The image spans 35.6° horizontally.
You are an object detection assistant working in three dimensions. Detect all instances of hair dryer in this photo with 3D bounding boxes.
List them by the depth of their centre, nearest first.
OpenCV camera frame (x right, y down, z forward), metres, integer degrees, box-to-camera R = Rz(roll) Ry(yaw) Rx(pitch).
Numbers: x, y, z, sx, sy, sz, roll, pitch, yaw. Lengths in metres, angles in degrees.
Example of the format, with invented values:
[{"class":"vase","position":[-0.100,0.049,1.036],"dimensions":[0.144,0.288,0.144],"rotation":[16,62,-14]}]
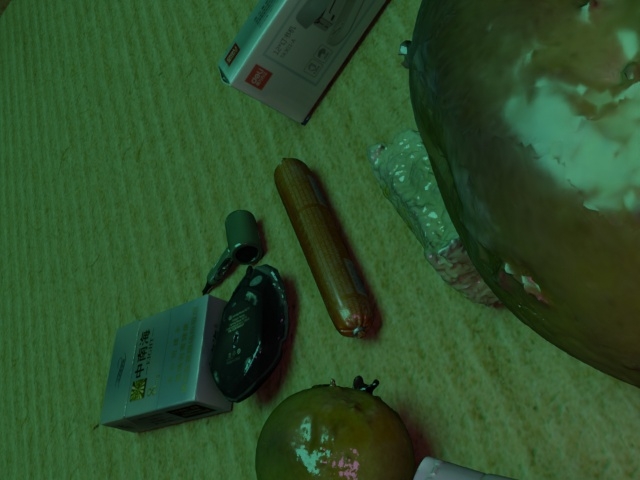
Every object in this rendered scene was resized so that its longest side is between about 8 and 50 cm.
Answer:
[{"class":"hair dryer","position":[-0.134,0.030,1.431],"dimensions":[0.150,0.047,0.071],"rotation":[-54,34,34]}]

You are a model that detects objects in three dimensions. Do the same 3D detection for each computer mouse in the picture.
[{"class":"computer mouse","position":[-0.084,0.122,1.285],"dimensions":[0.106,0.062,0.192],"rotation":[-26,45,43]}]

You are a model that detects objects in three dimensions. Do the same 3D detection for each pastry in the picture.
[{"class":"pastry","position":[0.129,-0.030,1.066],"dimensions":[0.089,0.121,0.258],"rotation":[-30,36,5]}]

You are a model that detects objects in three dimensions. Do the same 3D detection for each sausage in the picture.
[{"class":"sausage","position":[0.000,0.000,1.253],"dimensions":[0.053,0.053,0.347],"rotation":[-49,39,22]}]

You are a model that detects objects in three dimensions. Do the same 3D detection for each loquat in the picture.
[{"class":"loquat","position":[0.015,0.239,1.016],"dimensions":[0.172,0.149,0.204],"rotation":[-13,71,44]}]

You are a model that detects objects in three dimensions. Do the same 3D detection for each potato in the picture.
[{"class":"potato","position":[0.231,-0.106,0.684],"dimensions":[0.385,0.320,0.442],"rotation":[106,160,-44]}]

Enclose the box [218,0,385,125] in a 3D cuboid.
[{"class":"box","position":[-0.014,-0.303,1.383],"dimensions":[0.269,0.135,0.079],"rotation":[-53,34,16]}]

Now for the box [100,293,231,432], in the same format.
[{"class":"box","position":[-0.214,0.180,1.413],"dimensions":[0.243,0.067,0.155],"rotation":[-22,52,44]}]

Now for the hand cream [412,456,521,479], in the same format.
[{"class":"hand cream","position":[0.219,0.233,0.732],"dimensions":[0.312,0.070,0.111],"rotation":[15,70,20]}]
